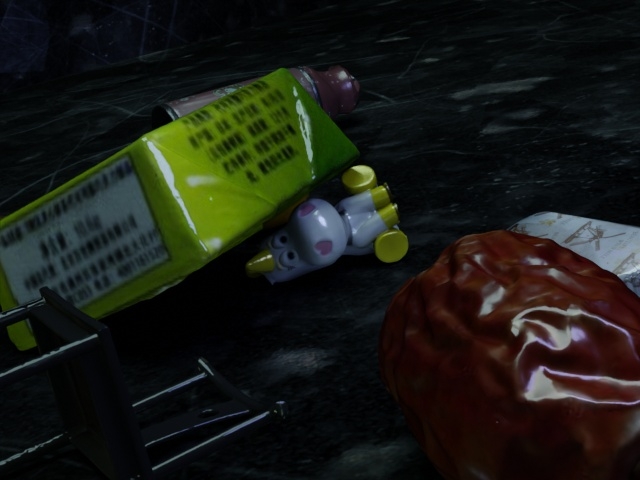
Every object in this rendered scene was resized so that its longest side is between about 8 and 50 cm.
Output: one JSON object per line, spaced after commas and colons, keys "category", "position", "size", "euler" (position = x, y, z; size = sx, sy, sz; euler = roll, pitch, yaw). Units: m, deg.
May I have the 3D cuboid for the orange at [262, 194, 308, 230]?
{"category": "orange", "position": [-0.074, -0.066, 1.500], "size": [0.160, 0.112, 0.170], "euler": [-16, -9, 23]}

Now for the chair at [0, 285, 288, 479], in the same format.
{"category": "chair", "position": [-0.176, 0.117, 0.943], "size": [0.260, 0.141, 0.154], "euler": [-23, 21, -24]}

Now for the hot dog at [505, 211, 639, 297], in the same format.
{"category": "hot dog", "position": [0.235, 0.020, 1.115], "size": [0.108, 0.059, 0.191], "euler": [-35, 30, -24]}

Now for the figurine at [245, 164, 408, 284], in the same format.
{"category": "figurine", "position": [0.002, -0.001, 1.306], "size": [0.178, 0.109, 0.129], "euler": [-26, -1, -33]}

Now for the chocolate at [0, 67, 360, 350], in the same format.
{"category": "chocolate", "position": [-0.158, -0.037, 1.278], "size": [0.301, 0.137, 0.289], "euler": [-26, 7, 37]}

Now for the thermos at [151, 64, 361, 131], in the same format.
{"category": "thermos", "position": [-0.077, -0.191, 1.896], "size": [0.330, 0.109, 0.136], "euler": [-19, 19, -26]}

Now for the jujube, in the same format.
{"category": "jujube", "position": [0.134, 0.089, 0.796], "size": [0.174, 0.174, 0.250], "euler": [-16, 29, -16]}

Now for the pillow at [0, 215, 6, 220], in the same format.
{"category": "pillow", "position": [-0.477, 0.041, 1.383], "size": [0.305, 0.108, 0.308], "euler": [-9, 5, 12]}
